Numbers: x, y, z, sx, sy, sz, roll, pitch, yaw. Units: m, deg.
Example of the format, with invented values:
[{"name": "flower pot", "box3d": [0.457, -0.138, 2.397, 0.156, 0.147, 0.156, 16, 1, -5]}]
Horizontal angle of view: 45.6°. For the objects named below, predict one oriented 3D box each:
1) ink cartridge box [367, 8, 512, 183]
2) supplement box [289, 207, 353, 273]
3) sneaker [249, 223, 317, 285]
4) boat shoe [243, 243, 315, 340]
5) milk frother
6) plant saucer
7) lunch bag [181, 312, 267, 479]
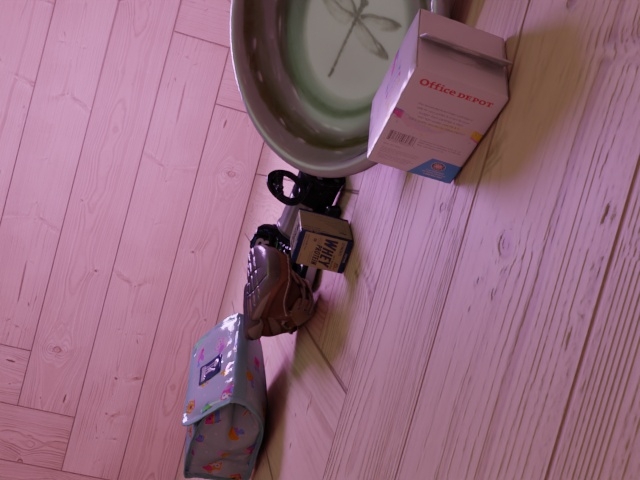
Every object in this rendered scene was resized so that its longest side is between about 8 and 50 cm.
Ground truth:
[{"name": "ink cartridge box", "box3d": [0.114, -0.141, 0.729, 0.143, 0.092, 0.090, 119, 163, -50]}, {"name": "supplement box", "box3d": [0.000, 0.000, 1.168, 0.083, 0.083, 0.056, -99, 25, -64]}, {"name": "sneaker", "box3d": [-0.073, 0.027, 1.421, 0.217, 0.121, 0.079, -112, 37, -73]}, {"name": "boat shoe", "box3d": [-0.067, 0.089, 1.289, 0.324, 0.116, 0.123, 115, 155, -71]}, {"name": "milk frother", "box3d": [-0.043, -0.062, 1.323, 0.129, 0.143, 0.135, -100, 28, -51]}, {"name": "plant saucer", "box3d": [0.033, -0.287, 1.028, 0.400, 0.100, 0.401, 11, 105, 46]}, {"name": "lunch bag", "box3d": [-0.177, 0.299, 1.452, 0.223, 0.160, 0.262, -90, 11, -50]}]
